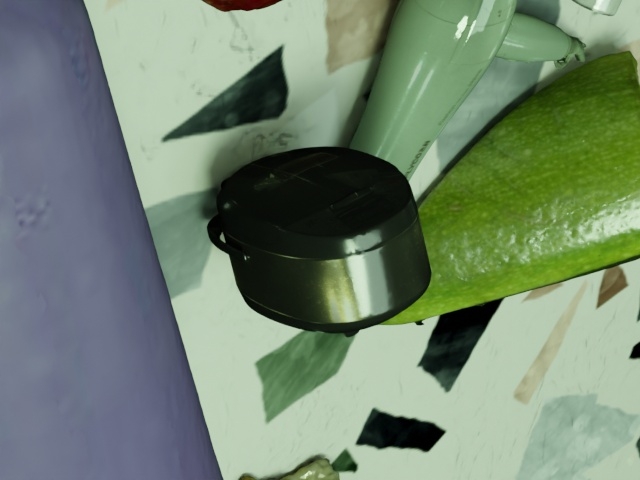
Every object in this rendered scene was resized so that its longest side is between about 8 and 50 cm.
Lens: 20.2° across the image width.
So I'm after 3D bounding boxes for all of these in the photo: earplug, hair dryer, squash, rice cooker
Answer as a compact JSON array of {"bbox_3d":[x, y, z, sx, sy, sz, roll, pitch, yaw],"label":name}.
[{"bbox_3d":[-0.183,0.018,0.985,0.215,0.215,0.456,-29,135,-25],"label":"earplug"},{"bbox_3d":[0.118,-0.113,1.295,0.237,0.075,0.206,-13,137,-48],"label":"hair dryer"},{"bbox_3d":[0.136,-0.048,1.384,0.252,0.169,0.093,-17,144,12],"label":"squash"},{"bbox_3d":[0.000,0.000,1.171,0.112,0.165,0.106,-26,109,-27],"label":"rice cooker"}]

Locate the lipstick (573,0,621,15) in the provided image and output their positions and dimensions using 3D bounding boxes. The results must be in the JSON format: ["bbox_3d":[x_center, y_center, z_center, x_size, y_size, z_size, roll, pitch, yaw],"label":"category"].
[{"bbox_3d":[0.225,-0.234,1.302,0.040,0.040,0.141,0,121,-45],"label":"lipstick"}]

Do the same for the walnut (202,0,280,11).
[{"bbox_3d":[-0.034,-0.271,0.897,0.222,0.244,0.269,25,124,-17],"label":"walnut"}]

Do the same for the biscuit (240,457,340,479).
[{"bbox_3d":[-0.010,0.258,1.491,0.228,0.031,0.176,6,118,-47],"label":"biscuit"}]
